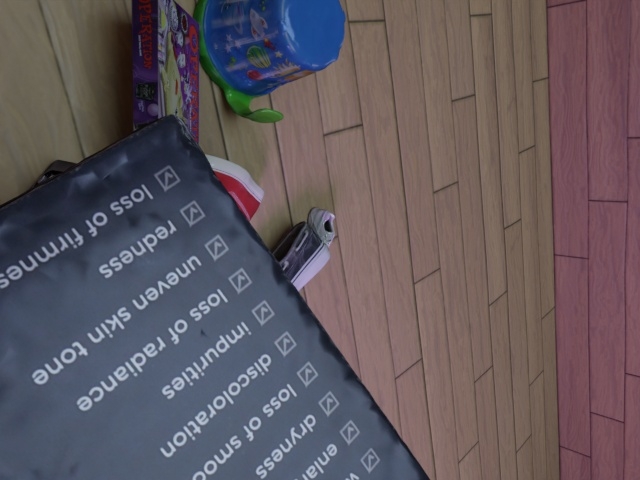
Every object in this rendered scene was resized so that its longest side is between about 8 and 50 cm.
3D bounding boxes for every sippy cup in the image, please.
[{"bbox_3d":[-0.083,-0.396,1.018,0.240,0.224,0.305,-36,120,-35],"label":"sippy cup"}]

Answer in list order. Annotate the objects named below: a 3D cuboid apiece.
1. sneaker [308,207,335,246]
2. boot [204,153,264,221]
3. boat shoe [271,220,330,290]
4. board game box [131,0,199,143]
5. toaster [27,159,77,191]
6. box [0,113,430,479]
[{"bbox_3d":[0.000,0.000,1.275,0.054,0.061,0.152,-4,100,-47],"label":"sneaker"},{"bbox_3d":[-0.194,-0.052,1.011,0.176,0.088,0.244,-69,160,-9],"label":"boot"},{"bbox_3d":[-0.116,0.086,1.150,0.119,0.121,0.335,55,53,-18],"label":"boat shoe"},{"bbox_3d":[-0.256,-0.219,0.912,0.208,0.056,0.346,-88,179,-83],"label":"board game box"},{"bbox_3d":[-0.387,-0.009,0.850,0.185,0.110,0.168,49,63,-38],"label":"toaster"},{"bbox_3d":[-0.196,0.246,0.428,0.480,0.297,0.471,-39,100,-28],"label":"box"}]
